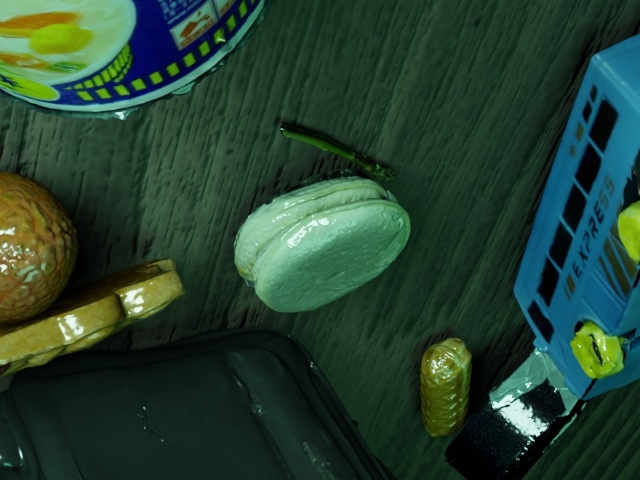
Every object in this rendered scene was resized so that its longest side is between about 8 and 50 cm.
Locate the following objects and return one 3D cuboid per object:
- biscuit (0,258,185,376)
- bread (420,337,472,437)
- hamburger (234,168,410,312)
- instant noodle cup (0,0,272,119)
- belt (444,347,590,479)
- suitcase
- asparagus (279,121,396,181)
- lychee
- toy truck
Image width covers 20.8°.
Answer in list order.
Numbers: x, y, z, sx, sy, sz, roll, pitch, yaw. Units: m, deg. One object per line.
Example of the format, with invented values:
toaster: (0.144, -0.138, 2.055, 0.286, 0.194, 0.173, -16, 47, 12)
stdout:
biscuit: (-0.192, 0.062, 1.208, 0.183, 0.043, 0.280, -17, -172, 35)
bread: (0.124, 0.147, 1.726, 0.052, 0.044, 0.157, -33, 152, -16)
hamburger: (0.000, 0.000, 1.374, 0.140, 0.062, 0.133, -31, 152, 1)
instant noodle cup: (-0.138, -0.204, 0.787, 0.284, 0.284, 0.312, -32, 157, -3)
belt: (0.215, 0.173, 1.787, 0.198, 0.078, 0.151, -47, 164, 1)
suitcase: (-0.079, 0.242, 1.363, 0.339, 0.345, 0.188, -8, 137, -34)
asparagus: (0.016, -0.068, 1.346, 0.016, 0.013, 0.166, -47, 148, 16)
lychee: (-0.222, 0.006, 1.148, 0.114, 0.140, 0.101, -61, 142, -22)
toy truck: (0.289, -0.016, 1.540, 0.161, 0.162, 0.385, -22, 149, -21)
